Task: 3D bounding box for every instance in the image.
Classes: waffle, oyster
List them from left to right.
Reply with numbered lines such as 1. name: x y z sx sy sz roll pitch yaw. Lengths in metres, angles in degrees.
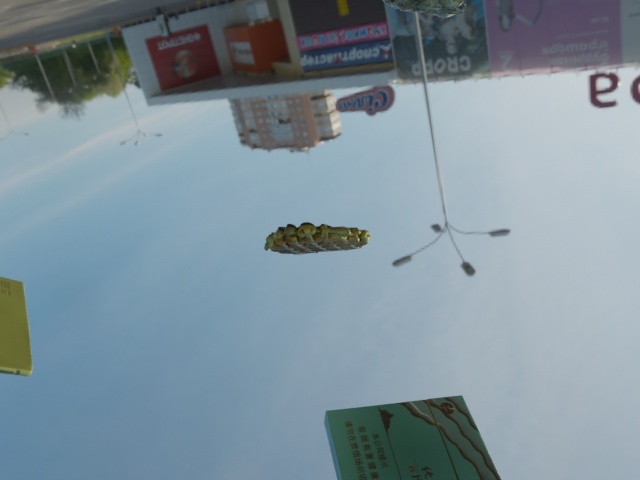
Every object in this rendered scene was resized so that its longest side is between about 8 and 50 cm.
1. waffle: -0.010 0.000 1.661 0.300 0.058 0.281 0 170 -8
2. oyster: 0.220 -0.540 1.288 0.209 0.072 0.133 29 -177 7

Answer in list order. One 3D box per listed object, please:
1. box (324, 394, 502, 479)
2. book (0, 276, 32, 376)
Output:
1. box: 0.132 0.315 0.856 0.229 0.041 0.162 -3 -141 -11
2. book: -0.635 0.102 0.891 0.035 0.352 0.239 -54 -138 14
